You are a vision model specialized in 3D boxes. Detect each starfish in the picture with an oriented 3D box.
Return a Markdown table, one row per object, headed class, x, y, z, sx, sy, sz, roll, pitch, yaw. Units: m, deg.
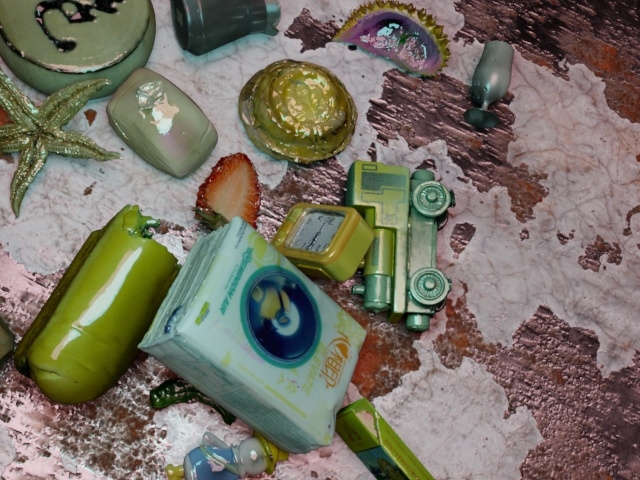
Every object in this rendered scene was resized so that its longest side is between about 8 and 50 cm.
| class | x | y | z | sx | sy | sz | roll | pitch | yaw |
| --- | --- | --- | --- | --- | --- | --- | --- | --- | --- |
| starfish | -0.582 | -0.211 | 1.704 | 0.358 | 0.078 | 0.347 | 25 | 97 | -3 |

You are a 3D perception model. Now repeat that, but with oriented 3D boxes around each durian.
| class | x | y | z | sx | sy | sz | roll | pitch | yaw |
| --- | --- | --- | --- | --- | --- | --- | --- | --- | --- |
| durian | 0.198 | -0.502 | 1.944 | 0.260 | 0.186 | 0.154 | 27 | 76 | -16 |

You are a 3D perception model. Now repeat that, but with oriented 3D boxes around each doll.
| class | x | y | z | sx | sy | sz | roll | pitch | yaw |
| --- | --- | --- | --- | --- | --- | --- | --- | --- | --- |
| doll | -0.178 | 0.441 | 1.610 | 0.241 | 0.099 | 0.135 | -16 | 59 | -17 |

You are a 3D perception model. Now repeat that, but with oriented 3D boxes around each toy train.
| class | x | y | z | sx | sy | sz | roll | pitch | yaw |
| --- | --- | --- | --- | --- | --- | --- | --- | --- | --- |
| toy train | 0.168 | 0.016 | 1.788 | 0.237 | 0.150 | 0.369 | 4 | 73 | -1 |

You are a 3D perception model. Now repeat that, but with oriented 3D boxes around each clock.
| class | x | y | z | sx | sy | sz | roll | pitch | yaw |
| --- | --- | --- | --- | --- | --- | --- | --- | --- | --- |
| clock | 0.000 | 0.000 | 1.719 | 0.096 | 0.202 | 0.143 | 49 | 63 | -36 |

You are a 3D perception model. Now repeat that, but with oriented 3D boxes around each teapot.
| class | x | y | z | sx | sy | sz | roll | pitch | yaw |
| --- | --- | --- | --- | --- | --- | --- | --- | --- | --- |
| teapot | -0.221 | -0.526 | 1.870 | 0.225 | 0.171 | 0.203 | -13 | 46 | -22 |

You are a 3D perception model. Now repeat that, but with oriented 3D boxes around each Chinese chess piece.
| class | x | y | z | sx | sy | sz | roll | pitch | yaw |
| --- | --- | --- | --- | --- | --- | --- | --- | --- | --- |
| Chinese chess piece | -0.535 | -0.478 | 1.785 | 0.349 | 0.146 | 0.349 | 4 | 73 | -13 |

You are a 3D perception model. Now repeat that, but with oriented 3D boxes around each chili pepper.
| class | x | y | z | sx | sy | sz | roll | pitch | yaw |
| --- | --- | --- | --- | --- | --- | --- | --- | --- | --- |
| chili pepper | -0.253 | 0.319 | 1.656 | 0.182 | 0.050 | 0.073 | 14 | 64 | -10 |

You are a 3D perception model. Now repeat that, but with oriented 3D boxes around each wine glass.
| class | x | y | z | sx | sy | sz | roll | pitch | yaw |
| --- | --- | --- | --- | --- | --- | --- | --- | --- | --- |
| wine glass | 0.410 | -0.379 | 1.977 | 0.093 | 0.093 | 0.202 | 18 | 71 | -6 |

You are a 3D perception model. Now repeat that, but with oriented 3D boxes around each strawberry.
| class | x | y | z | sx | sy | sz | roll | pitch | yaw |
| --- | --- | --- | --- | --- | --- | --- | --- | --- | --- |
| strawberry | -0.195 | -0.082 | 1.782 | 0.167 | 0.087 | 0.208 | 45 | 43 | -17 |

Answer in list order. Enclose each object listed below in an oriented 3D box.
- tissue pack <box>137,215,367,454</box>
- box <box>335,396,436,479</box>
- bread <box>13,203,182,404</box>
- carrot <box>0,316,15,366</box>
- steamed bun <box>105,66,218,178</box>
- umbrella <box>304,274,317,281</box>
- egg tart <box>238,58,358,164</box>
| class | x | y | z | sx | sy | sz | roll | pitch | yaw |
| --- | --- | --- | --- | --- | --- | --- | --- | --- | --- |
| tissue pack | -0.112 | 0.186 | 1.567 | 0.388 | 0.162 | 0.287 | 43 | 49 | -25 |
| box | 0.157 | 0.461 | 1.623 | 0.047 | 0.187 | 0.335 | -39 | 84 | -22 |
| bread | -0.420 | 0.138 | 1.581 | 0.208 | 0.251 | 0.376 | 38 | 67 | -16 |
| carrot | -0.729 | 0.147 | 1.569 | 0.302 | 0.139 | 0.139 | 33 | 70 | 1 |
| steamed bun | -0.335 | -0.256 | 1.751 | 0.238 | 0.152 | 0.170 | 41 | 73 | -3 |
| umbrella | -0.034 | 0.088 | 1.783 | 0.165 | 0.025 | 0.027 | -29 | 59 | -20 |
| egg tart | -0.047 | -0.303 | 1.861 | 0.279 | 0.095 | 0.279 | 3 | 72 | -9 |
